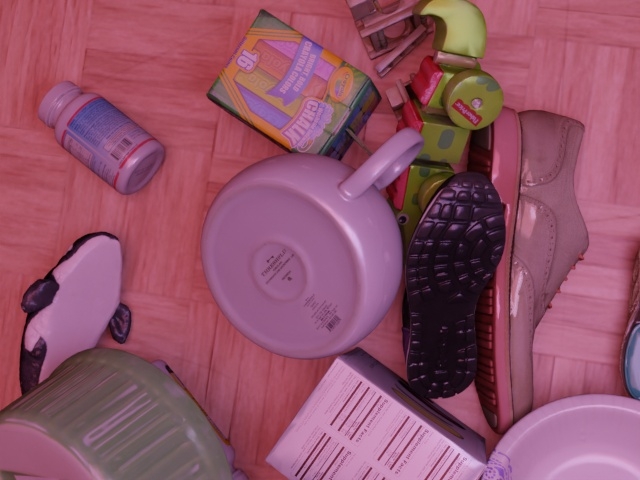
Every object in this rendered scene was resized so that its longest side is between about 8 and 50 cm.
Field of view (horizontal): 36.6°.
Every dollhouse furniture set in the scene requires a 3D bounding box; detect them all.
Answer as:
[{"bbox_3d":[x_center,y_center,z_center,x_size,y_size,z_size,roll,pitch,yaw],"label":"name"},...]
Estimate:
[{"bbox_3d":[0.107,-0.242,1.174,0.101,0.182,0.161,-24,83,6],"label":"dollhouse furniture set"}]

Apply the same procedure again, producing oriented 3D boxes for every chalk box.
[{"bbox_3d":[-0.010,-0.169,1.215,0.213,0.132,0.132,33,92,8],"label":"chalk box"}]

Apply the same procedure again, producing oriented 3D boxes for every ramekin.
[{"bbox_3d":[-0.260,0.291,1.112,0.303,0.148,0.304,13,115,30],"label":"ramekin"}]

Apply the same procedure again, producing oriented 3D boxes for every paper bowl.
[{"bbox_3d":[0.320,0.329,1.103,0.284,0.148,0.284,-4,63,8],"label":"paper bowl"}]

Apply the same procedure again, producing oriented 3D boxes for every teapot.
[{"bbox_3d":[0.000,0.000,1.126,0.256,0.187,0.253,3,111,30],"label":"teapot"}]

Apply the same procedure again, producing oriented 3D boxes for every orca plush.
[{"bbox_3d":[-0.341,0.123,1.290,0.151,0.102,0.287,1,99,-36],"label":"orca plush"}]

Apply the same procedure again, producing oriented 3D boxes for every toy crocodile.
[{"bbox_3d":[0.133,-0.122,1.153,0.105,0.115,0.341,6,118,-12],"label":"toy crocodile"}]

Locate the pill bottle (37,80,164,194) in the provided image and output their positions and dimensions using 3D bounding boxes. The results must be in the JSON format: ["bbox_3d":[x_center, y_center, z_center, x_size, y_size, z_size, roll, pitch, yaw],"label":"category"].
[{"bbox_3d":[-0.291,-0.138,1.277,0.160,0.087,0.087,39,93,9],"label":"pill bottle"}]

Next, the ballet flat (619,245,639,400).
[{"bbox_3d":[0.404,0.093,1.170,0.073,0.067,0.206,11,91,10],"label":"ballet flat"}]

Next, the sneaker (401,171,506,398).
[{"bbox_3d":[0.135,0.036,1.127,0.107,0.124,0.283,3,119,-8],"label":"sneaker"}]

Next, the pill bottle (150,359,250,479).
[{"bbox_3d":[-0.183,0.265,1.222,0.119,0.119,0.208,-41,81,4],"label":"pill bottle"}]

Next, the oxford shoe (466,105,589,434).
[{"bbox_3d":[0.257,0.037,1.163,0.146,0.140,0.397,1,94,-8],"label":"oxford shoe"}]

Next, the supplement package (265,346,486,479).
[{"bbox_3d":[0.073,0.247,1.146,0.203,0.194,0.149,36,93,8],"label":"supplement package"}]
